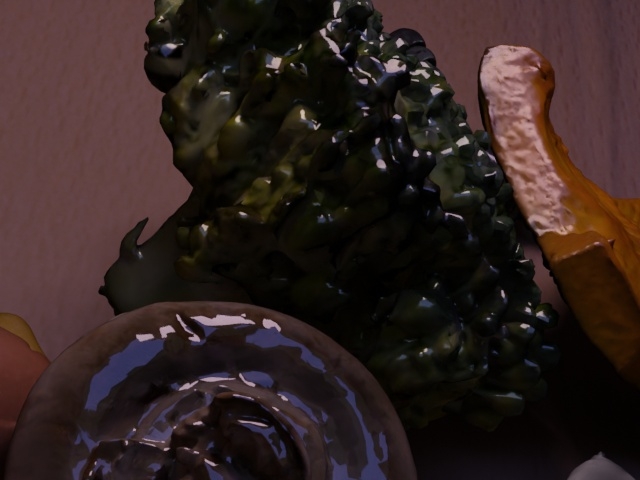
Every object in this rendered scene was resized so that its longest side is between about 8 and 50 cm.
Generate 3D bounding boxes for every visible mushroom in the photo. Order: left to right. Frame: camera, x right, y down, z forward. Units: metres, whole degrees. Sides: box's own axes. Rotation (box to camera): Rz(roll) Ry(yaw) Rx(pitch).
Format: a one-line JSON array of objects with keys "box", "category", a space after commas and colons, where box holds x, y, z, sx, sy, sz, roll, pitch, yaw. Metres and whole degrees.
[{"box": [-0.055, 0.133, 0.966, 0.226, 0.178, 0.226, 5, 58, -8], "category": "mushroom"}]

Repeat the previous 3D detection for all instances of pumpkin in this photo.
[{"box": [0.218, 0.027, 1.272, 0.258, 0.095, 0.290, 37, 21, -47], "category": "pumpkin"}]

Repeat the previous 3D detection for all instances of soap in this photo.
[{"box": [-0.189, 0.075, 1.165, 0.034, 0.012, 0.089, -6, 39, -33], "category": "soap"}]

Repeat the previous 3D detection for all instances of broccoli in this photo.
[{"box": [0.017, -0.018, 1.171, 0.324, 0.272, 0.334, 18, -14, 21], "category": "broccoli"}]

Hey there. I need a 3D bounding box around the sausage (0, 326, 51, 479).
[{"box": [-0.270, 0.116, 0.963, 0.121, 0.121, 0.304, 37, 35, 27], "category": "sausage"}]

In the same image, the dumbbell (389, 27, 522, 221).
[{"box": [0.115, -0.076, 1.470, 0.254, 0.110, 0.110, 36, 36, 16], "category": "dumbbell"}]

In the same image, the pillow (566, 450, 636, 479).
[{"box": [0.232, 0.227, 1.080, 0.254, 0.078, 0.144, 33, 35, 24], "category": "pillow"}]
